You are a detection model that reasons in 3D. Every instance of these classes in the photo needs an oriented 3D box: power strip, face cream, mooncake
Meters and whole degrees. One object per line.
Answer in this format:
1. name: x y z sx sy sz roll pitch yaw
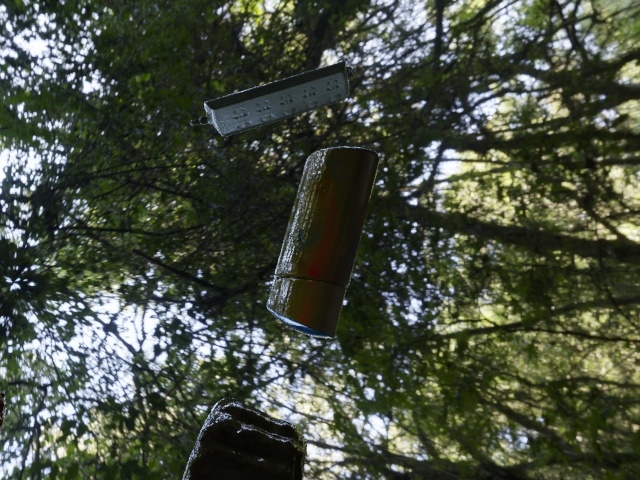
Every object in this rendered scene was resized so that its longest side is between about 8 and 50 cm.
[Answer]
1. power strip: -0.070 -0.205 0.817 0.253 0.060 0.027 -18 -119 -2
2. face cream: 0.000 0.000 0.833 0.067 0.139 0.284 29 -110 -44
3. mooncake: -0.137 0.433 0.903 0.187 0.324 0.323 18 -104 0

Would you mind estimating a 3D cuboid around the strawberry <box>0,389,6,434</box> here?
1. strawberry: -0.482 0.273 0.576 0.261 0.261 0.257 7 -101 -28
